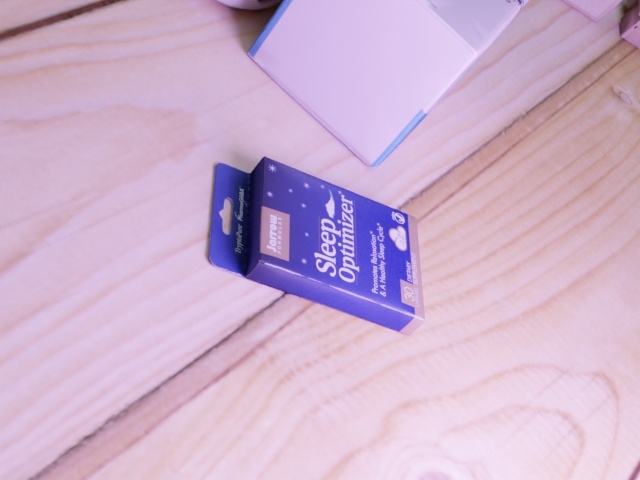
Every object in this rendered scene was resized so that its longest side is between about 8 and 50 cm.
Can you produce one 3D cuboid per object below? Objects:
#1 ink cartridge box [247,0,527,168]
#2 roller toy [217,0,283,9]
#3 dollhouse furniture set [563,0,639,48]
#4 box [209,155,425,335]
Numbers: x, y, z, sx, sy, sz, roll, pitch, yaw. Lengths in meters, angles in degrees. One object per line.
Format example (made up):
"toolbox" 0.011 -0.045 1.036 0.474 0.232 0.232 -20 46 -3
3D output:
"ink cartridge box" 0.095 -0.260 1.238 0.197 0.198 0.270 42 41 0
"roller toy" -0.070 -0.370 1.218 0.209 0.146 0.191 15 61 -30
"dollhouse furniture set" 0.483 -0.535 1.750 0.303 0.174 0.355 28 52 -18
"box" 0.000 0.000 1.074 0.225 0.036 0.136 19 47 -23
